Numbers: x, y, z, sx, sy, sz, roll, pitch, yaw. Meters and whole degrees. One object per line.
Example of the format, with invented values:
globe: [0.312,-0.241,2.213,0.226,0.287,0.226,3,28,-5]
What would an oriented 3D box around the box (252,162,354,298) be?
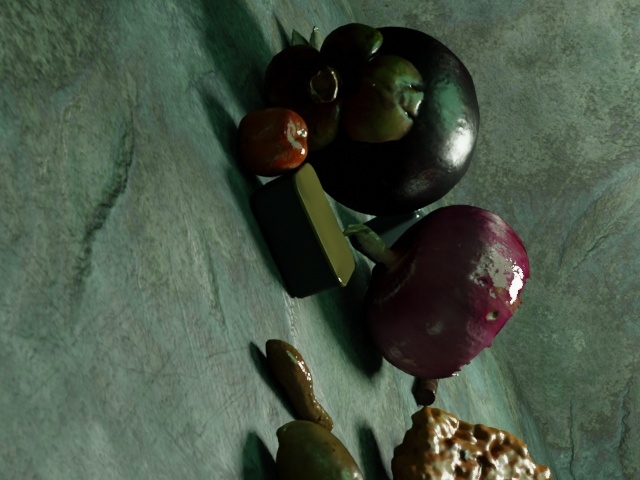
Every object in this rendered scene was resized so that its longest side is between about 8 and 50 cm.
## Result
box: [-0.029,-0.013,1.644,0.144,0.090,0.201,-60,128,-71]

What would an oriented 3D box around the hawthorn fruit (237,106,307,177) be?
hawthorn fruit: [-0.078,-0.160,1.629,0.128,0.128,0.128,59,18,-32]

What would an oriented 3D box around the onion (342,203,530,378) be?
onion: [0.224,0.073,1.929,0.345,0.358,0.358,58,15,3]

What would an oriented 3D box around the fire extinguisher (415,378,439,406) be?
fire extinguisher: [0.237,0.324,2.204,0.157,0.045,0.078,-55,151,-73]

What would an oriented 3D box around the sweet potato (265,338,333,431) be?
sweet potato: [-0.024,0.221,1.438,0.050,0.050,0.214,-91,159,-52]

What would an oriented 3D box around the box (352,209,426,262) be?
box: [0.174,-0.009,2.200,0.230,0.160,0.050,35,30,-63]

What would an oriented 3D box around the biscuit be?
biscuit: [0.260,0.455,1.701,0.312,0.110,0.318,21,49,-17]

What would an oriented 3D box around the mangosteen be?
mangosteen: [0.092,-0.233,1.902,0.435,0.382,0.382,7,59,-39]

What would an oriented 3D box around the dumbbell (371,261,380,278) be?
dumbbell: [0.172,0.110,2.151,0.208,0.099,0.099,63,16,-17]

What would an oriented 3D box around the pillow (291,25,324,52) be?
pillow: [-0.004,-0.378,2.249,0.181,0.078,0.134,55,23,-49]

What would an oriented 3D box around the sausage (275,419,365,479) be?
sausage: [0.044,0.458,1.211,0.136,0.123,0.500,8,57,-39]
